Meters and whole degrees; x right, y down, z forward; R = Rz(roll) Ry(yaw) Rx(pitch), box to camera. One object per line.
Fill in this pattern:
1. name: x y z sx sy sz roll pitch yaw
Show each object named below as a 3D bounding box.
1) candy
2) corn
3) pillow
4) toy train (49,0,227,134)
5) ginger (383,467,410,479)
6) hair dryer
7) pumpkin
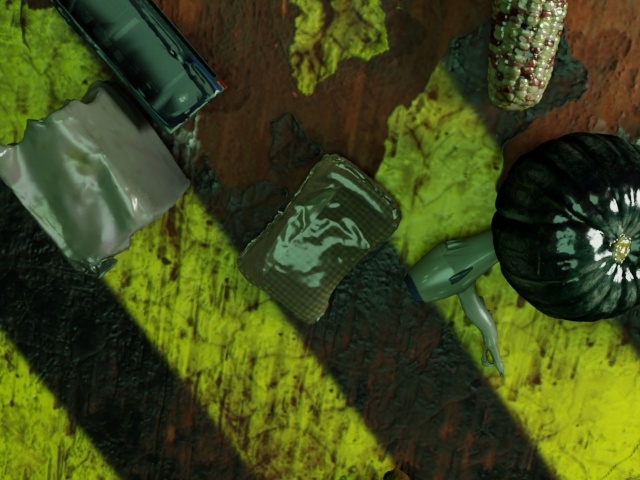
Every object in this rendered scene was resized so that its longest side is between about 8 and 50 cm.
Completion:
1. candy: -0.270 -0.078 1.254 0.137 0.185 0.195 -33 100 22
2. corn: 0.234 -0.265 1.162 0.086 0.086 0.253 9 110 7
3. pillow: -0.002 -0.002 1.312 0.135 0.034 0.211 39 108 -3
4. toy train: -0.277 -0.308 1.230 0.086 0.089 0.409 -39 97 14
5. ginger: 0.102 0.390 1.404 0.103 0.073 0.162 -26 96 2
6. hair dryer: 0.222 0.062 1.292 0.167 0.067 0.199 -42 108 13
7. pumpkin: 0.302 -0.014 1.180 0.221 0.162 0.220 -8 113 -18
